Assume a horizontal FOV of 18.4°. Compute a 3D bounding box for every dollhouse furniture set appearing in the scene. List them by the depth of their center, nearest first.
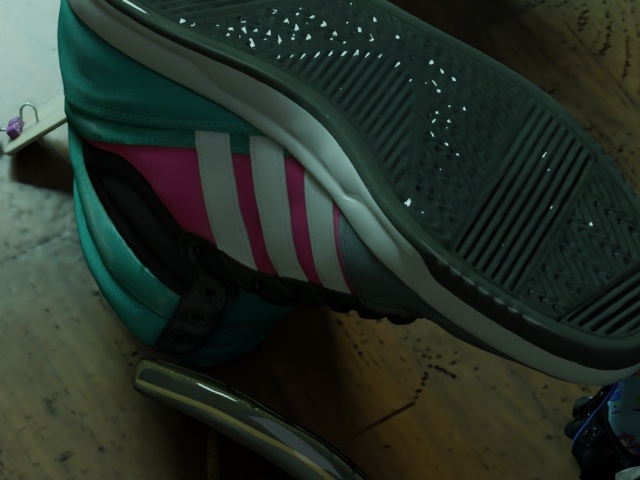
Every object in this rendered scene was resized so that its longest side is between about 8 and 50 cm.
[{"bbox_3d":[-0.113,-0.079,0.962,0.081,0.091,0.114,-27,32,25],"label":"dollhouse furniture set"}]

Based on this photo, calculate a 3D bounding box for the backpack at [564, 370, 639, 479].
[{"bbox_3d":[0.197,0.076,0.814,0.158,0.173,0.117,-11,63,-12],"label":"backpack"}]

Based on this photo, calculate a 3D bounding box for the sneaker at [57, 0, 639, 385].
[{"bbox_3d":[0.000,0.000,0.829,0.295,0.178,0.124,38,51,20],"label":"sneaker"}]

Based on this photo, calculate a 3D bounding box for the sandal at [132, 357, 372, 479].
[{"bbox_3d":[0.003,0.123,0.835,0.219,0.090,0.060,37,86,6],"label":"sandal"}]
